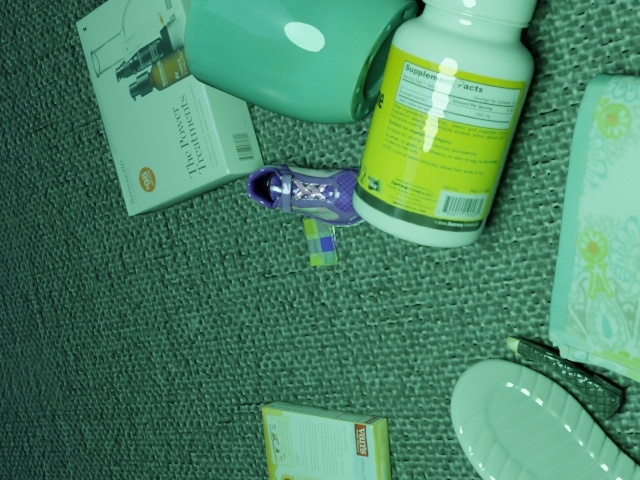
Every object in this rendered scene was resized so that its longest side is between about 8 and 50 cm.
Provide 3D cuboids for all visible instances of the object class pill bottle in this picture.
[{"bbox_3d":[0.167,-0.175,1.180,0.188,0.188,0.334,28,114,32],"label":"pill bottle"}]

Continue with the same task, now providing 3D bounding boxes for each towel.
[{"bbox_3d":[0.000,0.000,1.465,0.060,0.009,0.083,-6,94,39],"label":"towel"},{"bbox_3d":[0.432,0.009,1.043,0.320,0.090,0.375,20,114,44],"label":"towel"}]

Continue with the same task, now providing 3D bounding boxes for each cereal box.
[{"bbox_3d":[0.010,0.368,1.502,0.240,0.047,0.173,1,99,39],"label":"cereal box"}]

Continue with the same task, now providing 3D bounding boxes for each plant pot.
[{"bbox_3d":[-0.007,-0.296,1.248,0.235,0.293,0.293,31,118,14],"label":"plant pot"}]

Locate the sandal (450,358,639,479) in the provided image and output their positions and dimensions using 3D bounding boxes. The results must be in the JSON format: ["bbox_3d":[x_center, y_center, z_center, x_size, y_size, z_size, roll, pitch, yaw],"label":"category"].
[{"bbox_3d":[0.337,0.328,1.187,0.416,0.169,0.102,40,161,26],"label":"sandal"}]

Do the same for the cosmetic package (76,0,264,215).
[{"bbox_3d":[-0.272,-0.260,1.585,0.284,0.097,0.377,-18,87,43],"label":"cosmetic package"}]

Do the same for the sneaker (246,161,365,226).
[{"bbox_3d":[-0.023,-0.076,1.404,0.236,0.104,0.095,9,93,36],"label":"sneaker"}]

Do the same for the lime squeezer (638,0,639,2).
[{"bbox_3d":[0.400,-0.340,1.044,0.110,0.058,0.310,-36,75,38],"label":"lime squeezer"}]

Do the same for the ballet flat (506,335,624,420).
[{"bbox_3d":[0.321,0.178,1.203,0.173,0.057,0.049,31,101,29],"label":"ballet flat"}]
